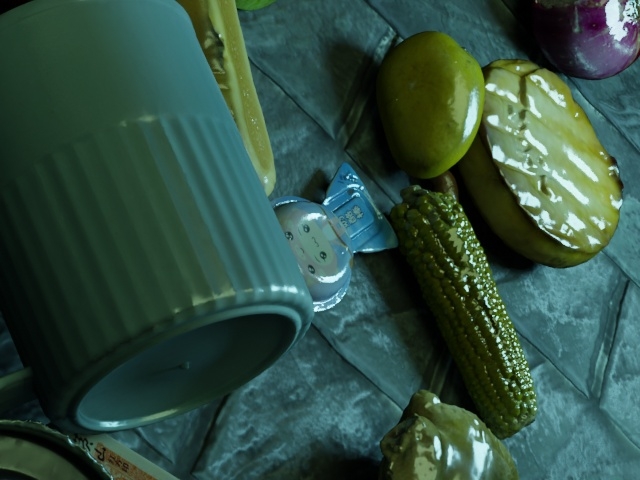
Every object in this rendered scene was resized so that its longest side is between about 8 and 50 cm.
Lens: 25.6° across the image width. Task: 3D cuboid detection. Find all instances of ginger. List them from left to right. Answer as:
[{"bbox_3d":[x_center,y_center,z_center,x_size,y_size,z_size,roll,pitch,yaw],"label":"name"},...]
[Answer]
[{"bbox_3d":[0.111,0.291,1.466,0.270,0.123,0.219,-53,129,-47],"label":"ginger"}]

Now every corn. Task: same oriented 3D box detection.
[{"bbox_3d":[0.174,0.080,1.675,0.097,0.097,0.320,-18,83,-48],"label":"corn"}]

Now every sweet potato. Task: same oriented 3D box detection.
[{"bbox_3d":[0.155,-0.059,1.768,0.044,0.044,0.179,-4,71,-46],"label":"sweet potato"}]

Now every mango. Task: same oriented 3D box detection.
[{"bbox_3d":[0.134,-0.166,1.751,0.098,0.137,0.195,51,45,-66],"label":"mango"}]

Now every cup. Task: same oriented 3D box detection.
[{"bbox_3d":[-0.198,-0.016,1.193,0.331,0.257,0.311,-8,62,-40],"label":"cup"}]

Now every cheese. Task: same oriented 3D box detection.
[{"bbox_3d":[0.000,0.000,1.572,0.135,0.052,0.244,58,40,-3],"label":"cheese"}]

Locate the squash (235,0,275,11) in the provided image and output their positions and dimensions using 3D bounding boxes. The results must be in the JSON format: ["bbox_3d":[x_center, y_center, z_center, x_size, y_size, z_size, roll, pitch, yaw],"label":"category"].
[{"bbox_3d":[-0.113,-0.377,1.684,0.219,0.041,0.219,26,52,-38],"label":"squash"}]

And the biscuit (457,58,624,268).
[{"bbox_3d":[0.282,-0.100,1.872,0.296,0.102,0.296,27,49,-35],"label":"biscuit"}]

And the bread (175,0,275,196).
[{"bbox_3d":[-0.125,-0.184,1.512,0.142,0.091,0.305,53,22,-71],"label":"bread"}]

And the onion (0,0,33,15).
[{"bbox_3d":[-0.308,-0.315,1.330,0.314,0.232,0.314,41,20,-19],"label":"onion"}]

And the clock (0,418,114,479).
[{"bbox_3d":[-0.265,0.278,1.097,0.280,0.055,0.280,5,80,-33],"label":"clock"}]

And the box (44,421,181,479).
[{"bbox_3d":[-0.180,0.263,1.247,0.201,0.058,0.141,37,47,-23],"label":"box"}]

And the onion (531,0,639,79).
[{"bbox_3d":[0.409,-0.330,2.075,0.200,0.200,0.207,43,32,-19],"label":"onion"}]
